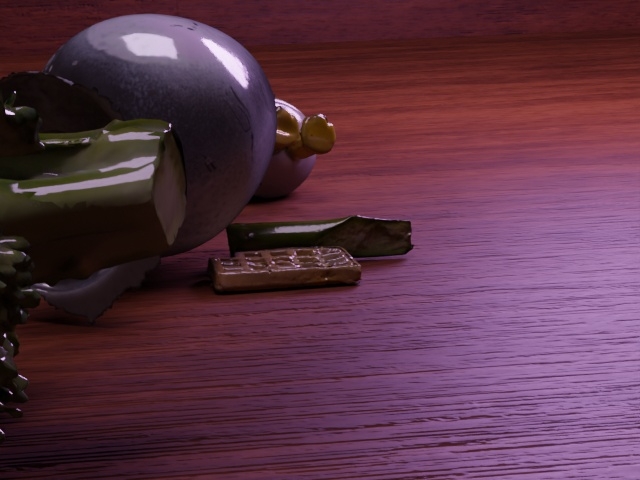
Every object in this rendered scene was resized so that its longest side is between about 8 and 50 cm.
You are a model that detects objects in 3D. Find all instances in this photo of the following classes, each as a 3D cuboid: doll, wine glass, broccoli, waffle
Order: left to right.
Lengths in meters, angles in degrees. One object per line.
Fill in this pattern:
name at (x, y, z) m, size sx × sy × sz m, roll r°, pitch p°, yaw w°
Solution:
broccoli at (-0.258, -0.008, 1.193) m, size 0.317 × 0.277 × 0.338 m, roll -22°, pitch -41°, yaw 27°
wine glass at (-0.171, -0.083, 1.678) m, size 0.238 × 0.238 × 0.323 m, roll 4°, pitch 18°, yaw 23°
doll at (-0.102, -0.119, 2.149) m, size 0.141 × 0.117 × 0.296 m, roll 1°, pitch 9°, yaw -35°
waffle at (-0.035, 0.026, 1.701) m, size 0.135 × 0.021 × 0.092 m, roll -3°, pitch 14°, yaw -10°

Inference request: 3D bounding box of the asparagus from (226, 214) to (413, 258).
asparagus at (0.000, 0.000, 1.767) m, size 0.178 × 0.045 × 0.041 m, roll -3°, pitch 46°, yaw -2°
